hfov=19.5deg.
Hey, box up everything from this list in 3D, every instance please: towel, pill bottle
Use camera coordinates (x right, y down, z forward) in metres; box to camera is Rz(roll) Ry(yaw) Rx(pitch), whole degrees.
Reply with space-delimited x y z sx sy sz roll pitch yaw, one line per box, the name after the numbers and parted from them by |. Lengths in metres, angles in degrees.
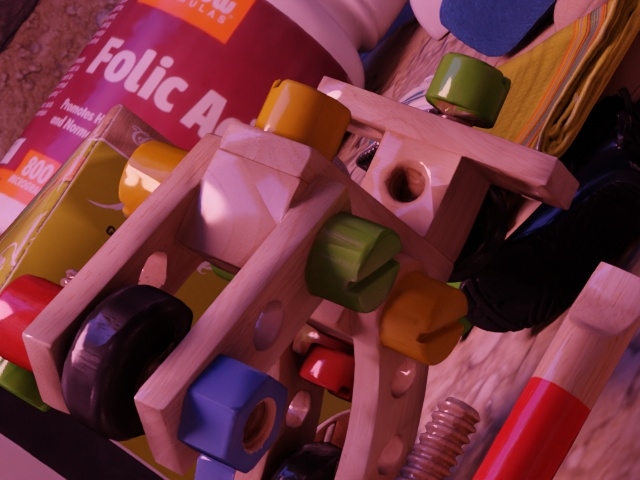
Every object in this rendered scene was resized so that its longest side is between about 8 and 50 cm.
0.107 -0.072 1.007 0.102 0.021 0.237 -58 7 -11 | towel
-0.101 -0.114 1.598 0.392 0.224 0.224 -56 12 -11 | pill bottle

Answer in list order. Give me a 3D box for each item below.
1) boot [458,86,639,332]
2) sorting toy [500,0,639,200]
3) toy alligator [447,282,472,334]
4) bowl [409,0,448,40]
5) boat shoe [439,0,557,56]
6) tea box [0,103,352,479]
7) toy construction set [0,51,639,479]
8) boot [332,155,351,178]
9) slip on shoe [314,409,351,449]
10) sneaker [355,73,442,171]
0.120 -0.016 0.919 0.121 0.045 0.099 -41 17 26 | boot
0.164 -0.111 1.052 0.307 0.041 0.229 -53 9 32 | sorting toy
0.040 0.021 1.038 0.189 0.056 0.051 20 115 58 | toy alligator
0.122 -0.247 1.547 0.142 0.053 0.142 -47 12 24 | bowl
0.157 -0.221 1.218 0.258 0.109 0.089 -33 20 53 | boat shoe
-0.168 0.160 1.074 0.329 0.220 0.323 -42 15 42 | tea box
0.025 0.012 0.757 0.309 0.257 0.237 18 73 53 | toy construction set
0.000 0.000 1.268 0.123 0.095 0.258 -15 22 29 | boot
-0.004 0.145 0.927 0.135 0.051 0.041 -68 6 -31 | slip on shoe
0.078 -0.087 1.243 0.075 0.057 0.161 -64 12 -20 | sneaker
